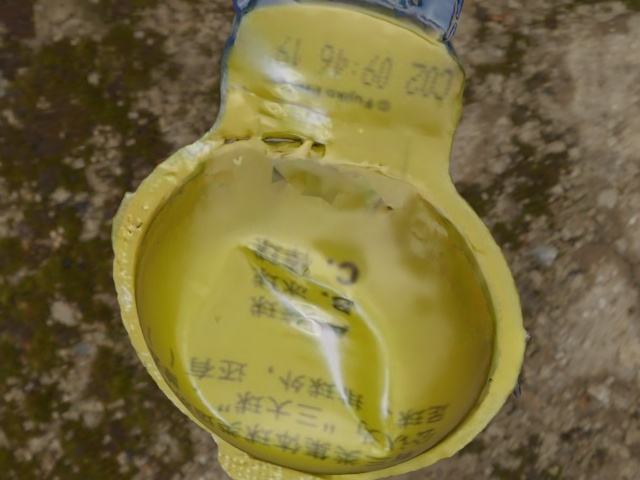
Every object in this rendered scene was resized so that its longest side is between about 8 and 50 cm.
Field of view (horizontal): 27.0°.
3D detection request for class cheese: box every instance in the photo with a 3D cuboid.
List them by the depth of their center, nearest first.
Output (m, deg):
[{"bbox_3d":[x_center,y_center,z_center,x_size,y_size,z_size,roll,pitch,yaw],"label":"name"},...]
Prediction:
[{"bbox_3d":[0.000,0.000,0.525,0.177,0.069,0.270,12,123,10],"label":"cheese"}]

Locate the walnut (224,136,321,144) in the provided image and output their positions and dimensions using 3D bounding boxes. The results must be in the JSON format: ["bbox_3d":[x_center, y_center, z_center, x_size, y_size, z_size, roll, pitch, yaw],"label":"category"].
[{"bbox_3d":[-0.014,0.028,0.907,0.178,0.178,0.230,-8,134,23],"label":"walnut"}]
